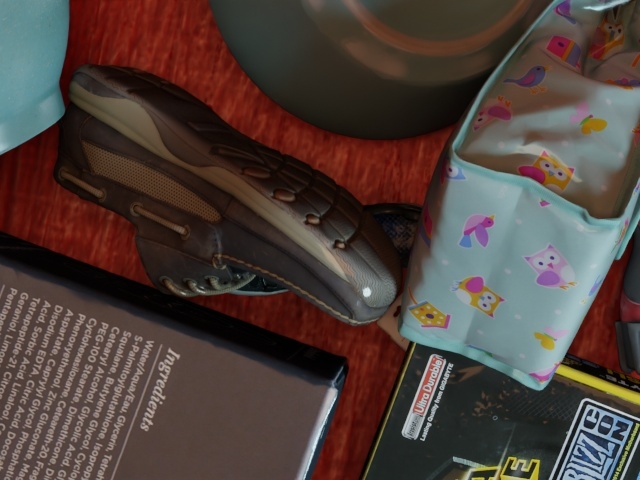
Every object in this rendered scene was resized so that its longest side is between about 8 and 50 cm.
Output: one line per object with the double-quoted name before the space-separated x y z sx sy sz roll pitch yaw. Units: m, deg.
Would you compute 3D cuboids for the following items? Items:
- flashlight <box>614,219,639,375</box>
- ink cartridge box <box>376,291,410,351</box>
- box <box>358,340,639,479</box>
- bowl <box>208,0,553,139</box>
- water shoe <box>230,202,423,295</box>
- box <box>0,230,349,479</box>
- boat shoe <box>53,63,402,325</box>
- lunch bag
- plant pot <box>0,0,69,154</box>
"flashlight" 0.281 -0.043 1.430 0.103 0.103 0.304 -8 93 -39
"ink cartridge box" 0.093 0.081 1.477 0.083 0.028 0.048 42 90 3
"box" 0.149 0.243 1.418 0.257 0.079 0.322 21 101 1
"bowl" 0.071 -0.233 1.382 0.311 0.163 0.311 -1 95 -14
"water shoe" 0.000 0.000 1.458 0.203 0.080 0.073 -11 88 2
"box" -0.197 0.129 1.358 0.395 0.293 0.212 20 90 3
"boat shoe" -0.082 -0.018 1.414 0.355 0.132 0.130 36 109 32
"lunch bag" 0.178 -0.055 1.334 0.160 0.223 0.262 23 49 7
"plant pot" -0.321 -0.155 1.394 0.293 0.293 0.196 -23 106 2
